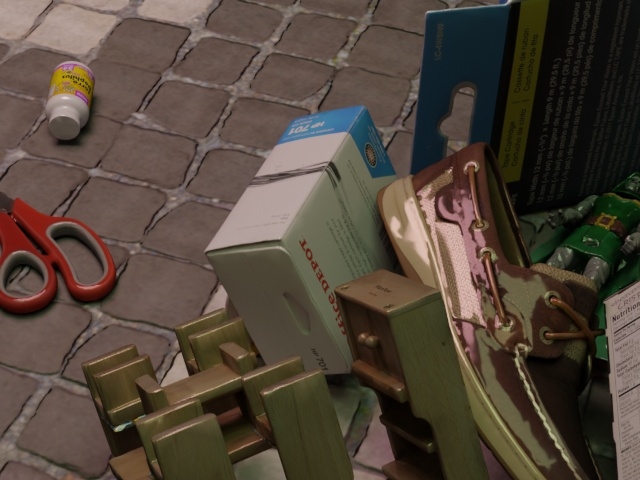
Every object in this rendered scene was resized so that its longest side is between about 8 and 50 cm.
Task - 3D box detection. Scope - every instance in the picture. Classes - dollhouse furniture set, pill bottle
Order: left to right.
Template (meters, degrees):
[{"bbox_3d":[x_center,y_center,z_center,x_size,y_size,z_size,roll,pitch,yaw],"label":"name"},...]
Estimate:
[{"bbox_3d":[-0.248,-0.137,1.379,0.043,0.043,0.083,0,43,-2],"label":"pill bottle"},{"bbox_3d":[-0.021,0.143,0.986,0.242,0.161,0.212,-21,15,-18],"label":"dollhouse furniture set"}]

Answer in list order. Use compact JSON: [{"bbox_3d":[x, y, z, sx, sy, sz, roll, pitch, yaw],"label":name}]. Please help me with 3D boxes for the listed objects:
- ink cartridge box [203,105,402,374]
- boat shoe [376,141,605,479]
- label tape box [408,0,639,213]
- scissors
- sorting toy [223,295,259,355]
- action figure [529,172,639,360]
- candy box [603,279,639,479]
[{"bbox_3d":[0.000,0.000,1.157,0.082,0.140,0.191,-6,34,32],"label":"ink cartridge box"},{"bbox_3d":[0.157,0.064,1.078,0.123,0.123,0.342,-32,52,13],"label":"boat shoe"},{"bbox_3d":[0.231,-0.157,1.267,0.347,0.249,0.115,-10,45,-13],"label":"label tape box"},{"bbox_3d":[-0.286,-0.033,1.288,0.109,0.021,0.297,-22,47,-20],"label":"scissors"},{"bbox_3d":[-0.065,0.050,1.163,0.045,0.075,0.083,12,45,11],"label":"sorting toy"},{"bbox_3d":[0.239,0.009,1.234,0.137,0.063,0.232,20,43,23],"label":"action figure"},{"bbox_3d":[0.286,0.150,1.015,0.159,0.071,0.233,37,38,-24],"label":"candy box"}]
